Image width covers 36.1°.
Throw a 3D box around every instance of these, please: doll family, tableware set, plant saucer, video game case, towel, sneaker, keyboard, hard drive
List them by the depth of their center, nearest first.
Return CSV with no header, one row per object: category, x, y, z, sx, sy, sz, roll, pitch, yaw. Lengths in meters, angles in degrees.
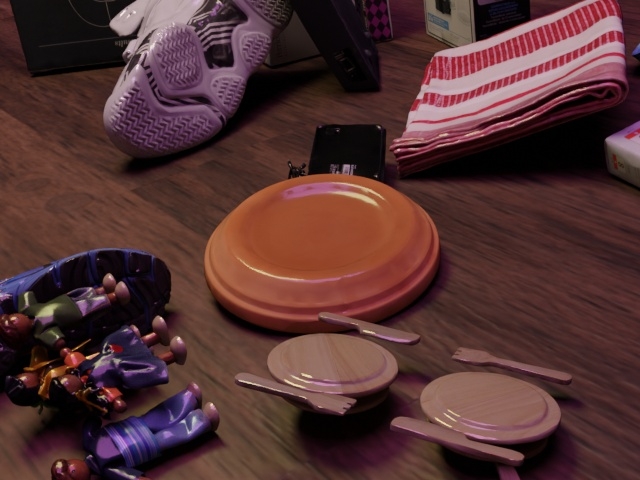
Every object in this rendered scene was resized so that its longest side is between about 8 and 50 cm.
tableware set,0.055,0.105,0.630,0.194,0.039,0.128,12,21,25
doll family,-0.155,0.098,0.665,0.111,0.076,0.193,-21,32,-32
sneaker,-0.225,0.052,0.769,0.221,0.083,0.087,-15,17,-21
plant saucer,0.000,0.000,0.817,0.199,0.037,0.200,-4,34,3
keyboard,0.012,-0.051,0.952,0.100,0.038,0.192,2,37,6
towel,0.211,-0.184,1.066,0.237,0.037,0.329,-17,23,23
sneaker,-0.188,-0.221,1.236,0.210,0.137,0.366,-9,38,42
hard drive,-0.003,-0.318,1.249,0.054,0.255,0.172,-25,24,15
video game case,0.050,-0.431,1.457,0.041,0.232,0.210,-14,28,-6

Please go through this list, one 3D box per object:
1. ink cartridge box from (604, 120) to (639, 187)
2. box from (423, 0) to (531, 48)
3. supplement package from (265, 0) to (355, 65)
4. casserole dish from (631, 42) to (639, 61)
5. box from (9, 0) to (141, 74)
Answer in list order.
ink cartridge box,0.364,-0.076,0.862,0.145,0.045,0.179,-27,30,-16
box,0.198,-0.407,1.303,0.087,0.290,0.169,-15,28,-13
supplement package,-0.063,-0.412,1.419,0.145,0.262,0.204,-18,29,-18
casserole dish,0.441,-0.255,1.171,0.114,0.037,0.188,-32,7,41
box,-0.324,-0.484,1.487,0.293,0.396,0.212,-5,26,5
